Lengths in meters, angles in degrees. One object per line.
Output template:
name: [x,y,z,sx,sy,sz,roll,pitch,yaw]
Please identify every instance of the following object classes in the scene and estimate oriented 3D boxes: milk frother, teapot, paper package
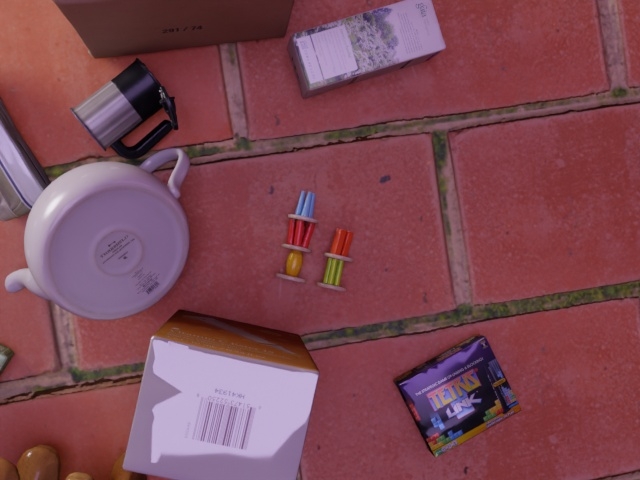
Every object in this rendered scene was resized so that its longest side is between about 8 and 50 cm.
milk frother: [-0.294,-0.195,1.149,0.134,0.143,0.129,-40,101,-6]
teapot: [-0.330,-0.018,1.135,0.255,0.187,0.253,-1,111,-32]
paper package: [-0.207,-0.391,1.073,0.324,0.309,0.168,-8,92,-7]

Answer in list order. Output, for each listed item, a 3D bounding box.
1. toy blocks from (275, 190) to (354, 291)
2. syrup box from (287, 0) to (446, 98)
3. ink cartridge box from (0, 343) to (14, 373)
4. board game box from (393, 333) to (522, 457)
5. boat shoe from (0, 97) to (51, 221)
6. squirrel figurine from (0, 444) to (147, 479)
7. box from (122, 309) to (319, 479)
toy blocks: [0.000,0.000,1.226,0.123,0.054,0.148,12,89,-5]
syrup box: [0.073,-0.314,1.209,0.236,0.096,0.093,-18,94,-6]
ink cartridge box: [-0.630,0.190,1.163,0.235,0.056,0.171,32,88,-7]
board game box: [0.231,0.260,1.255,0.170,0.048,0.141,-28,94,-5]
boat shoe: [-0.528,-0.170,1.145,0.094,0.109,0.302,-30,96,-3]
squirrel figurine: [-0.453,0.508,1.082,0.370,0.281,0.397,-8,89,1]
box: [-0.135,0.216,1.067,0.214,0.345,0.168,13,89,-6]
